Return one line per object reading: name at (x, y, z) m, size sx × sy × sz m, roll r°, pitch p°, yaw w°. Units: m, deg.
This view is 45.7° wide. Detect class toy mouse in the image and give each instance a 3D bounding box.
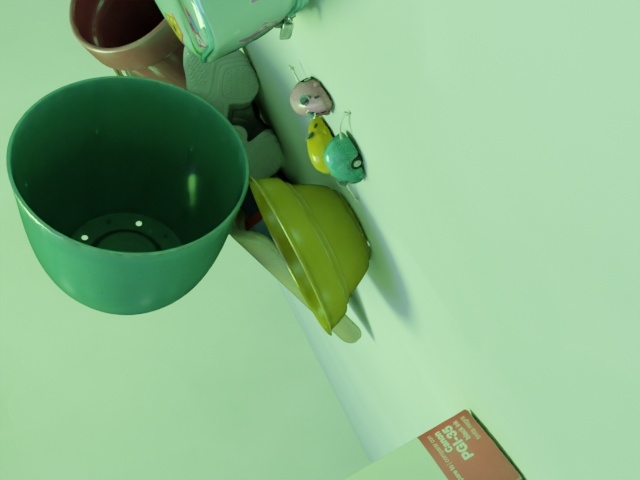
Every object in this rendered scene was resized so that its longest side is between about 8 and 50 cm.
toy mouse at (0.004, -0.106, 0.752) m, size 0.161 × 0.031 × 0.143 m, roll 63°, pitch 173°, yaw -4°

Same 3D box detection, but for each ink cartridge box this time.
ink cartridge box at (0.084, 0.343, 0.815) m, size 0.117 × 0.283 × 0.207 m, roll 53°, pitch 167°, yaw 53°

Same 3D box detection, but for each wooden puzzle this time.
wooden puzzle at (-0.080, -0.010, 1.272) m, size 0.322 × 0.080 × 0.348 m, roll 46°, pitch 179°, yaw -41°

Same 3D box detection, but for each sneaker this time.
sneaker at (-0.150, -0.216, 1.139) m, size 0.153 × 0.101 × 0.268 m, roll 52°, pitch 170°, yaw 43°

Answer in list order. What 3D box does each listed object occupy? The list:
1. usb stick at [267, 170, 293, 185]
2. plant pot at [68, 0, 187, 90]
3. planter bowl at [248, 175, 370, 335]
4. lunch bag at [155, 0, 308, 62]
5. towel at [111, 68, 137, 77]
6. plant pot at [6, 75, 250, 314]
usb stick at (-0.090, -0.109, 1.296) m, size 0.077 × 0.045 × 0.278 m, roll 41°, pitch -175°, yaw -30°
plant pot at (-0.244, -0.322, 1.147) m, size 0.201 × 0.201 × 0.180 m, roll 59°, pitch -173°, yaw 28°
planter bowl at (0.000, 0.000, 0.927) m, size 0.217 × 0.090 × 0.217 m, roll 61°, pitch 173°, yaw 13°
lunch bag at (-0.105, -0.279, 0.593) m, size 0.279 × 0.108 × 0.224 m, roll 64°, pitch 170°, yaw -13°
towel at (-0.406, -0.459, 1.679) m, size 0.331 × 0.053 × 0.317 m, roll -78°, pitch -29°, yaw -54°
plant pot at (-0.259, -0.036, 1.028) m, size 0.293 × 0.293 × 0.235 m, roll 59°, pitch 150°, yaw 25°
